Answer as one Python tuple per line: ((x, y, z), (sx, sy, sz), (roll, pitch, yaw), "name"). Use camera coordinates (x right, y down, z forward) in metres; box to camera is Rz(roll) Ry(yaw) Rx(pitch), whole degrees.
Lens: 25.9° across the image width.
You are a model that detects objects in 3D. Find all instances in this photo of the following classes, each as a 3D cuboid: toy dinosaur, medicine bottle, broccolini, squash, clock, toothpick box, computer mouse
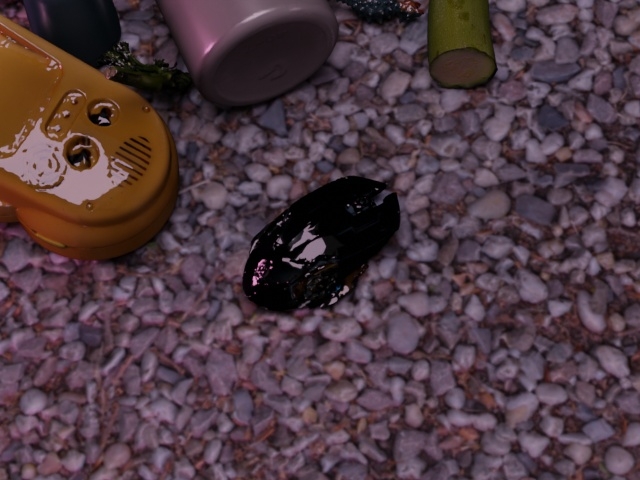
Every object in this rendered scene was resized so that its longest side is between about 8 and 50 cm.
((0.069, -0.332, 1.944), (0.154, 0.049, 0.055), (6, 69, -1), "toy dinosaur")
((-0.133, -0.372, 1.879), (0.208, 0.208, 0.339), (-22, 68, -8), "medicine bottle")
((-0.248, -0.225, 1.797), (0.123, 0.271, 0.062), (8, 97, 7), "broccolini")
((0.188, -0.311, 1.913), (0.095, 0.095, 0.188), (-2, 62, 1), "squash")
((-0.337, -0.116, 1.793), (0.317, 0.200, 0.244), (26, 72, 4), "clock")
((-0.342, -0.320, 1.875), (0.120, 0.184, 0.120), (-1, 66, 2), "toothpick box")
((0.000, 0.000, 1.784), (0.242, 0.077, 0.146), (-38, 72, -14), "computer mouse")
